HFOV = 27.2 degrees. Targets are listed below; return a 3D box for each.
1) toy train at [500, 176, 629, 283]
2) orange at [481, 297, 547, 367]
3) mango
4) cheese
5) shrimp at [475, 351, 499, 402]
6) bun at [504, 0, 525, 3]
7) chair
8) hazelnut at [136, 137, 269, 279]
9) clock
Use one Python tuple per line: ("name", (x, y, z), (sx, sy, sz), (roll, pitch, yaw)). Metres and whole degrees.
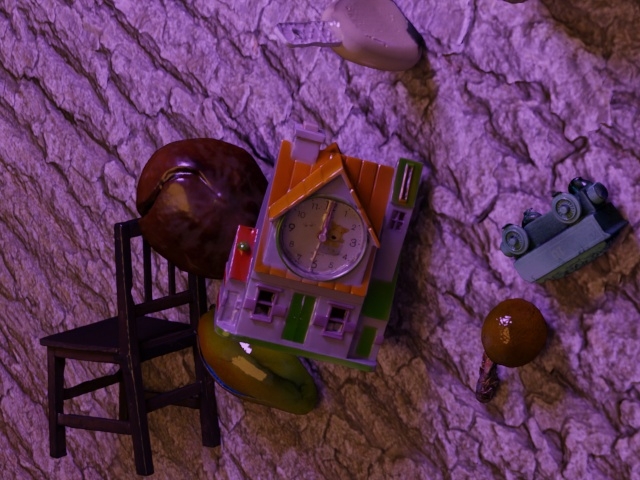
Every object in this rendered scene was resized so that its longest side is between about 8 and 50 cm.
("toy train", (0.301, -0.008, 1.655), (0.172, 0.070, 0.099), (-37, 85, 44))
("orange", (0.250, 0.123, 1.726), (0.085, 0.085, 0.095), (51, 126, 22))
("mango", (-0.103, 0.194, 2.076), (0.233, 0.111, 0.125), (41, 141, 14))
("cheese", (0.029, -0.271, 1.722), (0.127, 0.251, 0.054), (54, 127, 19))
("shrimp", (0.228, 0.183, 1.795), (0.029, 0.038, 0.092), (3, 106, 0))
("bun", (0.247, -0.393, 1.546), (0.134, 0.220, 0.220), (-8, 96, 4))
("chair", (-0.330, 0.156, 2.223), (0.241, 0.203, 0.416), (4, 102, 41))
("hazelnut", (-0.161, -0.056, 1.994), (0.234, 0.218, 0.218), (36, 133, -12))
("clock", (0.000, 0.000, 1.833), (0.166, 0.235, 0.309), (-101, 25, -73))
